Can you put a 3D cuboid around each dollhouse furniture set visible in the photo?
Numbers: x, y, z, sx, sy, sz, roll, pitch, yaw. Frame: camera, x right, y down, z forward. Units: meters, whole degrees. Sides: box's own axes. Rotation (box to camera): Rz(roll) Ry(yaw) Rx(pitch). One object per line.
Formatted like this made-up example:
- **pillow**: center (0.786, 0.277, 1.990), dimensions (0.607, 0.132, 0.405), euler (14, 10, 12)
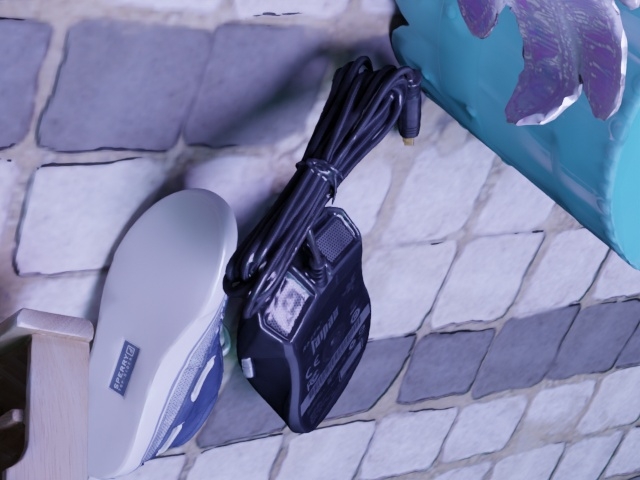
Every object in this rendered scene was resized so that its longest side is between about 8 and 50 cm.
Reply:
- **dollhouse furniture set**: center (-0.239, 0.110, 0.617), dimensions (0.242, 0.161, 0.212), euler (14, 151, -34)

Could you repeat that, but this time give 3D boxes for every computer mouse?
- **computer mouse**: center (0.000, 0.000, 0.786), dimensions (0.184, 0.060, 0.262), euler (-58, 161, -19)

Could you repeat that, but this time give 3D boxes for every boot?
- **boot**: center (-0.084, 0.050, 0.776), dimensions (0.086, 0.069, 0.190), euler (-15, 137, -59)

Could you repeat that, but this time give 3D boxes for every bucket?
- **bucket**: center (0.198, -0.127, 0.719), dimensions (0.281, 0.183, 0.281), euler (-22, 138, -21)

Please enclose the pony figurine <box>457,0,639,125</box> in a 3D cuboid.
- **pony figurine**: center (-0.044, -0.222, 0.401), dimensions (0.364, 0.302, 0.351), euler (-15, 129, -6)
